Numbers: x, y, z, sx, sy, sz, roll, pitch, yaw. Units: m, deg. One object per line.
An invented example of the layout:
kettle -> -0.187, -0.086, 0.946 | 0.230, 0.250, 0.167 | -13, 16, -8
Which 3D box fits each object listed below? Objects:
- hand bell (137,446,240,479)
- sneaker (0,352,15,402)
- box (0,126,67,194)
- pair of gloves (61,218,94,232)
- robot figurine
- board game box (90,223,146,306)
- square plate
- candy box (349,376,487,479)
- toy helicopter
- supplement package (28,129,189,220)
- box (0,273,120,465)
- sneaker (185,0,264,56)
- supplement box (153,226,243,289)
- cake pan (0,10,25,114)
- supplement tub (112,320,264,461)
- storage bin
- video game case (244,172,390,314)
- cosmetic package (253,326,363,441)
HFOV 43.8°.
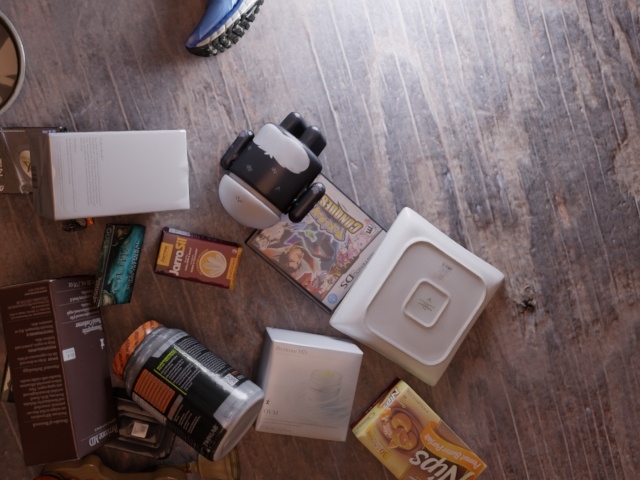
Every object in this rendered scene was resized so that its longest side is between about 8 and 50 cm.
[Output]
hand bell -> -0.324, 0.546, 1.914 | 0.242, 0.126, 0.126 | -10, 99, 3
sneaker -> -0.653, 0.263, 1.821 | 0.118, 0.083, 0.222 | 11, 96, -24
box -> -0.652, -0.177, 1.754 | 0.180, 0.077, 0.147 | -1, 98, -11
pair of gloves -> -0.564, -0.062, 1.821 | 0.074, 0.010, 0.083 | -19, 103, -9
robot figurine -> -0.107, -0.155, 1.818 | 0.173, 0.209, 0.278 | 40, 88, -33
board game box -> -0.457, 0.054, 1.802 | 0.026, 0.126, 0.186 | 14, 96, 20
square plate -> 0.252, 0.150, 1.971 | 0.347, 0.049, 0.344 | 33, 91, -19
candy box -> 0.248, 0.523, 2.015 | 0.183, 0.087, 0.316 | -44, 104, -3
toy helicopter -> -0.480, 0.582, 1.845 | 0.355, 0.140, 0.235 | -4, 125, 6
supplement package -> -0.450, -0.145, 1.703 | 0.293, 0.175, 0.177 | -6, 99, -32
box -> -0.564, 0.272, 1.727 | 0.143, 0.191, 0.381 | -8, 90, 13
sneaker -> -0.204, -0.559, 1.783 | 0.147, 0.130, 0.330 | 36, 86, 1
supplement box -> -0.285, 0.042, 1.852 | 0.188, 0.081, 0.104 | 13, 95, -12
cake pan -> -0.786, -0.386, 1.713 | 0.293, 0.054, 0.293 | -1, 98, -11
supplement tub -> -0.299, 0.330, 1.788 | 0.316, 0.193, 0.193 | 35, 90, 14
storage bin -> -0.428, 0.430, 1.874 | 0.180, 0.084, 0.122 | 17, 94, -12
video game case -> 0.000, 0.000, 1.926 | 0.275, 0.035, 0.248 | 41, 89, -13
cosmetic package -> -0.037, 0.344, 1.913 | 0.224, 0.138, 0.225 | 10, 94, -12
